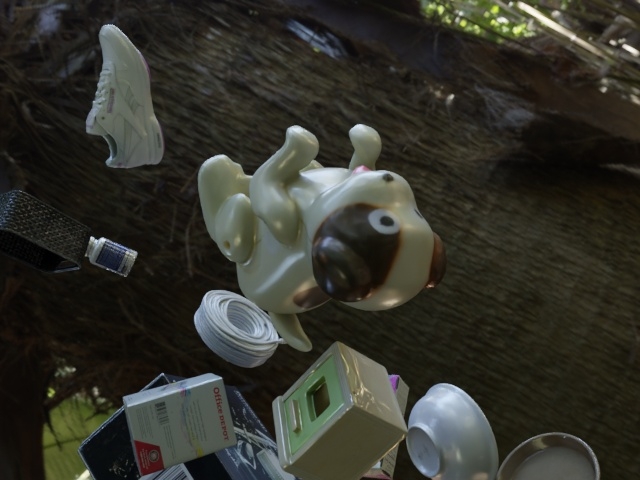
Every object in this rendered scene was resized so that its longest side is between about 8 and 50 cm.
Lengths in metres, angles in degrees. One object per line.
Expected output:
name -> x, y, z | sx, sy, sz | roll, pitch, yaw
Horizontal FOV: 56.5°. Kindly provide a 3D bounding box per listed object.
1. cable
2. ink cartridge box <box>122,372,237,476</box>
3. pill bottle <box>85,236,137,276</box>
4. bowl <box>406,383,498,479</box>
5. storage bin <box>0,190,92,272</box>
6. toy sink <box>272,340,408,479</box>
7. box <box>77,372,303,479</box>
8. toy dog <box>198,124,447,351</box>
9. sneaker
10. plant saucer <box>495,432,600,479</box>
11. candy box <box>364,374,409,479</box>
cable -> -0.242, 0.253, 1.729 | 0.089, 0.257, 0.257 | -52, -17, 19
ink cartridge box -> -0.263, 0.334, 1.108 | 0.176, 0.128, 0.127 | -11, -3, -22
pill bottle -> -0.502, 0.034, 1.410 | 0.067, 0.120, 0.067 | -52, 22, 32
bowl -> 0.327, 0.550, 1.619 | 0.134, 0.298, 0.298 | -11, -37, -28
storage bin -> -0.556, -0.012, 1.159 | 0.180, 0.122, 0.084 | 41, -130, -47
toy sink -> 0.007, 0.313, 0.998 | 0.234, 0.131, 0.153 | -48, 26, 19
box -> -0.284, 0.637, 1.559 | 0.297, 0.480, 0.472 | -41, -22, -2
toy dog -> 0.000, 0.000, 0.976 | 0.285, 0.408, 0.395 | 8, -94, -35
sneaker -> -0.435, -0.301, 1.274 | 0.152, 0.114, 0.305 | -20, -73, -30
plant saucer -> 0.550, 0.595, 1.448 | 0.278, 0.041, 0.278 | -37, 18, 14
candy box -> 0.114, 0.447, 1.446 | 0.071, 0.159, 0.233 | 51, -136, -37
